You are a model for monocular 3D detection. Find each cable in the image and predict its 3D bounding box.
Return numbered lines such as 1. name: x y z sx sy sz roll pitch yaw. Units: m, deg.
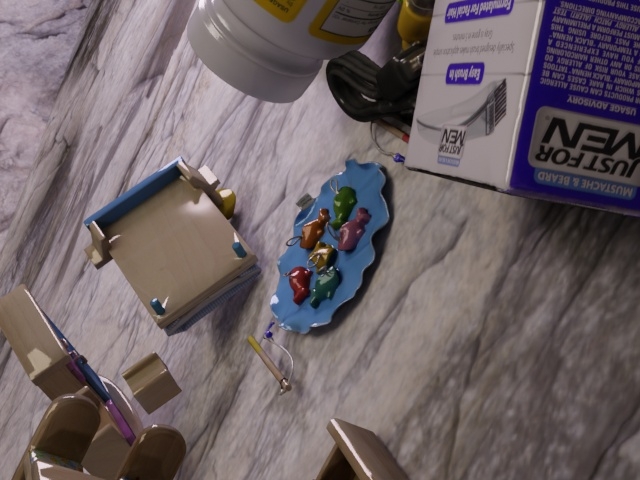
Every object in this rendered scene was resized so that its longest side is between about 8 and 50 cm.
1. cable: 0.084 -0.133 0.984 0.072 0.139 0.287 -33 5 -9

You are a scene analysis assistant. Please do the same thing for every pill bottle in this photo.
1. pill bottle: 0.008 -0.301 1.101 0.334 0.188 0.188 -52 28 32

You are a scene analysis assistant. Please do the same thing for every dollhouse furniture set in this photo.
1. dollhouse furniture set: -0.158 0.106 1.275 0.303 0.198 0.286 -37 47 -8
2. dollhouse furniture set: -0.078 0.192 0.804 0.161 0.242 0.212 -62 25 9

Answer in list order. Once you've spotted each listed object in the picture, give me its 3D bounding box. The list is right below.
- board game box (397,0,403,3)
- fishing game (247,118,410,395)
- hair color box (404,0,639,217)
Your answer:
1. board game box: 0.146 -0.258 0.937 0.181 0.092 0.043 -54 25 25
2. fishing game: 0.000 0.000 1.070 0.264 0.041 0.189 -60 24 9
3. hair color box: 0.157 -0.195 0.724 0.185 0.110 0.338 -150 71 -73
